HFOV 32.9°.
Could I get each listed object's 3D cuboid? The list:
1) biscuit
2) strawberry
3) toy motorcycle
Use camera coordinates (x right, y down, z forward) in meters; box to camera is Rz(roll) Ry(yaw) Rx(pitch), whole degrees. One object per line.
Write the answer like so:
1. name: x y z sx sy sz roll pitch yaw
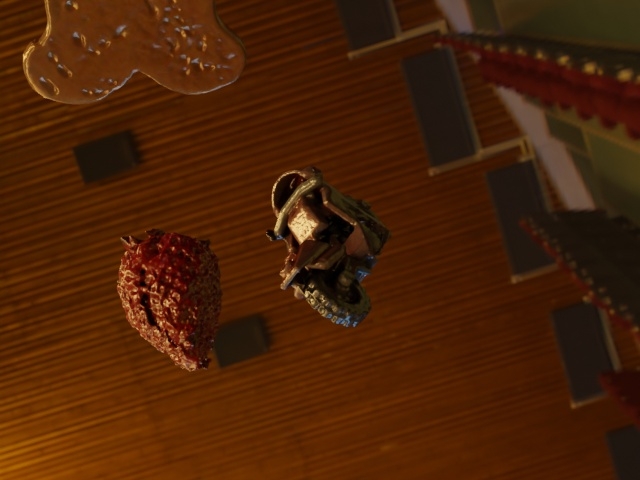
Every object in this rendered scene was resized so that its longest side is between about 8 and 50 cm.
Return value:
1. biscuit: -0.148 -0.264 0.854 0.047 0.216 0.340 -102 9 -51
2. strawberry: -0.239 0.088 1.651 0.098 0.174 0.228 73 -169 -58
3. toy motorcycle: 0.000 0.000 0.981 0.118 0.084 0.212 35 -155 -9
